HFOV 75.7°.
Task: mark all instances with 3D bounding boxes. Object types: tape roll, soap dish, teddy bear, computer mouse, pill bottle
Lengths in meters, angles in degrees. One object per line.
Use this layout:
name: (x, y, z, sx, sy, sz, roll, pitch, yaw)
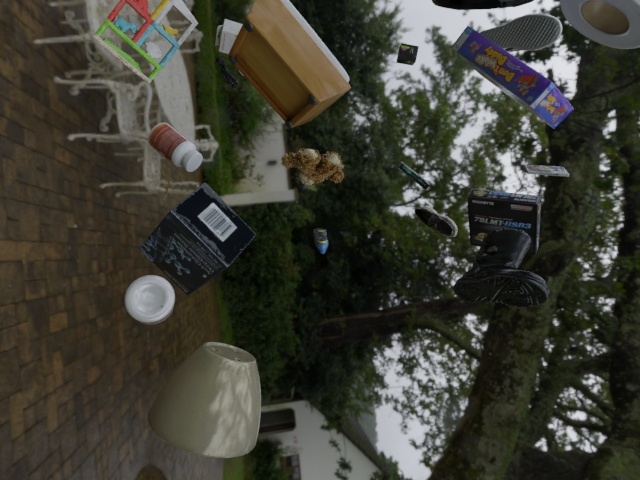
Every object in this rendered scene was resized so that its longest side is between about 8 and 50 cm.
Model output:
tape roll: (0.856, -0.688, 1.195, 0.100, 0.286, 0.286, -55, -160, 13)
soap dish: (-0.089, -0.430, 1.020, 0.291, 0.118, 0.228, 46, -22, -16)
teddy bear: (-0.026, -0.281, 1.606, 0.338, 0.244, 0.113, 8, -89, 62)
computer mouse: (-0.245, -0.594, 1.382, 0.042, 0.192, 0.106, -123, -172, -66)
pill bottle: (-0.602, -0.385, 1.718, 0.216, 0.121, 0.121, 38, -22, 11)
pill bottle: (-0.464, 0.169, 1.131, 0.221, 0.121, 0.121, 147, -62, -66)

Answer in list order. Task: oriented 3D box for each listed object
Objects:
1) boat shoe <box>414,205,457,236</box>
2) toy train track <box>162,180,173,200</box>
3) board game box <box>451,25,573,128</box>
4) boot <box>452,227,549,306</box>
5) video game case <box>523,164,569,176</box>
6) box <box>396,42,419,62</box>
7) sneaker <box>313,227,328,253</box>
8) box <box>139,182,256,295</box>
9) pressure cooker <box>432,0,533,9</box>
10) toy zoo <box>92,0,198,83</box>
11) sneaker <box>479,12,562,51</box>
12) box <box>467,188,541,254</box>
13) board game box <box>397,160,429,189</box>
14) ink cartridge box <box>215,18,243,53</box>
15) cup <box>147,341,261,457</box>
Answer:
boat shoe: (0.618, -0.100, 2.227, 0.285, 0.092, 0.103, 50, -40, 46)
toy train track: (-0.590, -0.190, 1.587, 0.014, 0.048, 0.084, 63, 36, -68)
board game box: (0.592, -0.506, 1.278, 0.078, 0.233, 0.347, -52, -127, 27)
boot: (0.454, 0.052, 0.984, 0.094, 0.207, 0.246, 46, -23, -13)
video game case: (0.741, -0.231, 1.356, 0.087, 0.121, 0.011, -57, 150, -60)
box: (0.294, -0.629, 1.394, 0.083, 0.062, 0.052, -67, 168, -73)
sneaker: (0.000, 0.000, 2.040, 0.209, 0.069, 0.082, -101, -171, -67)
box: (-0.510, 0.007, 1.690, 0.395, 0.293, 0.212, -32, -164, 45)
pressure cooker: (0.525, -0.972, 1.269, 0.376, 0.369, 0.421, -121, -160, -49)
toy zoo: (-0.511, -0.655, 1.244, 0.192, 0.293, 0.030, 38, 2, -35)
sneaker: (0.760, -0.786, 1.567, 0.320, 0.127, 0.126, 17, -55, 46)
box: (0.821, -0.083, 1.850, 0.073, 0.295, 0.294, -52, 138, -33)
board game box: (0.339, -0.243, 1.516, 0.026, 0.126, 0.186, -52, -179, 16)
ink cartridge box: (-0.333, -0.786, 1.606, 0.092, 0.143, 0.090, 121, -26, -50)
cup: (-0.313, 0.448, 1.242, 0.331, 0.330, 0.237, 169, -60, -82)
